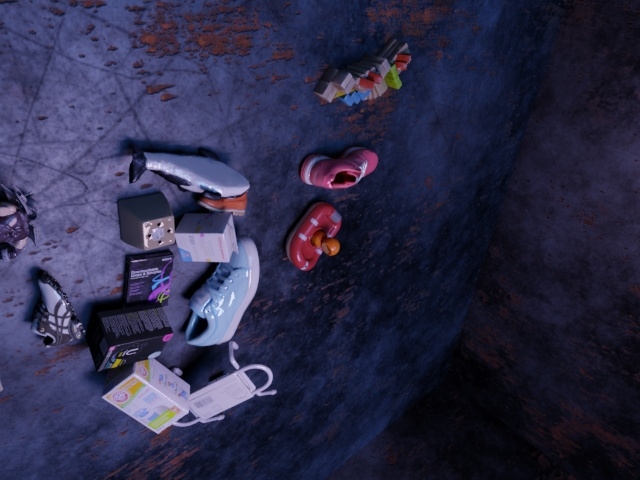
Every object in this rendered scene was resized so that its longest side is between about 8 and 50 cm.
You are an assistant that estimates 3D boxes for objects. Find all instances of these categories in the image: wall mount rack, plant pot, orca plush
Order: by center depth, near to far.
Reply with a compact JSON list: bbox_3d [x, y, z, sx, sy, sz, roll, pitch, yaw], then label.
[{"bbox_3d":[-0.395,-0.037,1.045,0.109,0.096,0.109,-19,129,-39],"label":"plant pot"},{"bbox_3d":[-0.314,-0.134,1.063,0.287,0.151,0.102,-7,153,-48],"label":"orca plush"},{"bbox_3d":[-0.293,0.475,1.408,0.349,0.130,0.304,-26,121,3],"label":"wall mount rack"}]

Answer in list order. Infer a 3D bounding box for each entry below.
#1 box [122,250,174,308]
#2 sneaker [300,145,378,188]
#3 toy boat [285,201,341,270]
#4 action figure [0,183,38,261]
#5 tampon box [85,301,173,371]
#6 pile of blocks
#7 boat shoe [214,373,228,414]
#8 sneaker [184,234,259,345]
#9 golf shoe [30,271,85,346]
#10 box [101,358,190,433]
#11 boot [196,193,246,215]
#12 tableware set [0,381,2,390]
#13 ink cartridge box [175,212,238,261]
[{"bbox_3d":[-0.442,0.107,1.154,0.116,0.029,0.162,-10,123,-43],"label":"box"},{"bbox_3d":[0.090,-0.211,1.411,0.313,0.136,0.116,-20,131,-38],"label":"sneaker"},{"bbox_3d":[0.000,0.000,1.456,0.231,0.151,0.151,-54,142,-3],"label":"toy boat"},{"bbox_3d":[-0.612,0.006,0.797,0.185,0.099,0.285,96,15,-48],"label":"action figure"},{"bbox_3d":[-0.476,0.239,1.124,0.161,0.102,0.120,-4,143,-46],"label":"tampon box"},{"bbox_3d":[0.153,-0.464,1.315,0.362,0.112,0.149,-34,137,-26],"label":"pile of blocks"},{"bbox_3d":[-0.337,0.533,1.552,0.060,0.064,0.178,-39,148,-50],"label":"boat shoe"},{"bbox_3d":[-0.287,0.156,1.271,0.150,0.135,0.366,-4,119,-51],"label":"sneaker"},{"bbox_3d":[-0.595,0.163,0.991,0.093,0.077,0.198,-27,133,-32],"label":"golf shoe"},{"bbox_3d":[-0.465,0.406,1.213,0.114,0.103,0.203,-35,120,5],"label":"box"},{"bbox_3d":[-0.254,-0.115,1.180,0.157,0.059,0.085,-1,114,-57],"label":"boot"},{"bbox_3d":[-0.741,0.240,0.922,0.128,0.039,0.194,-8,117,-31],"label":"tableware set"},{"bbox_3d":[-0.279,-0.008,1.138,0.090,0.143,0.092,-84,173,-52],"label":"ink cartridge box"}]
